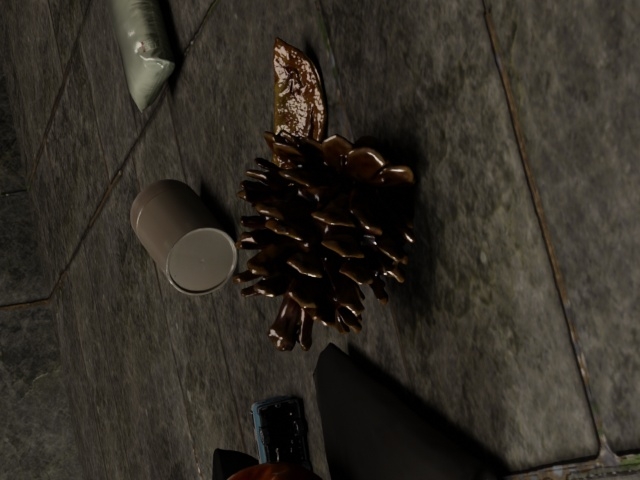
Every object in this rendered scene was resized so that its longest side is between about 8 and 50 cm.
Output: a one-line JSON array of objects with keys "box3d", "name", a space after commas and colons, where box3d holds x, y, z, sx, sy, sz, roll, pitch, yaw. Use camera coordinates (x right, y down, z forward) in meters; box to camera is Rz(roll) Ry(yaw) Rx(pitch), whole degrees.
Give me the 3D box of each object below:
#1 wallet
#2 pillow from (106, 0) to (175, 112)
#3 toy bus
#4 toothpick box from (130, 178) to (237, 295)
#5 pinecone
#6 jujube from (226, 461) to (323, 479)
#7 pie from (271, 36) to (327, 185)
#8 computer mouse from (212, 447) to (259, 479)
[{"box3d": [0.079, 0.246, 1.250, 0.377, 0.051, 0.197, -146, 48, -65], "name": "wallet"}, {"box3d": [-0.286, -0.340, 1.907, 0.144, 0.078, 0.254, 125, 131, -62], "name": "pillow"}, {"box3d": [-0.054, 0.259, 1.592, 0.075, 0.060, 0.123, -158, 59, -70], "name": "toy bus"}, {"box3d": [-0.200, -0.007, 1.784, 0.181, 0.111, 0.111, -134, 40, -55], "name": "toothpick box"}, {"box3d": [0.002, 0.001, 1.178, 0.185, 0.168, 0.212, 142, 130, -83], "name": "pinecone"}, {"box3d": [-0.024, 0.369, 1.378, 0.255, 0.190, 0.190, 54, 171, -26], "name": "jujube"}, {"box3d": [-0.023, -0.125, 1.380, 0.088, 0.033, 0.191, 36, 133, 41], "name": "pie"}, {"box3d": [-0.096, 0.391, 1.699, 0.269, 0.100, 0.170, 99, 166, -57], "name": "computer mouse"}]
